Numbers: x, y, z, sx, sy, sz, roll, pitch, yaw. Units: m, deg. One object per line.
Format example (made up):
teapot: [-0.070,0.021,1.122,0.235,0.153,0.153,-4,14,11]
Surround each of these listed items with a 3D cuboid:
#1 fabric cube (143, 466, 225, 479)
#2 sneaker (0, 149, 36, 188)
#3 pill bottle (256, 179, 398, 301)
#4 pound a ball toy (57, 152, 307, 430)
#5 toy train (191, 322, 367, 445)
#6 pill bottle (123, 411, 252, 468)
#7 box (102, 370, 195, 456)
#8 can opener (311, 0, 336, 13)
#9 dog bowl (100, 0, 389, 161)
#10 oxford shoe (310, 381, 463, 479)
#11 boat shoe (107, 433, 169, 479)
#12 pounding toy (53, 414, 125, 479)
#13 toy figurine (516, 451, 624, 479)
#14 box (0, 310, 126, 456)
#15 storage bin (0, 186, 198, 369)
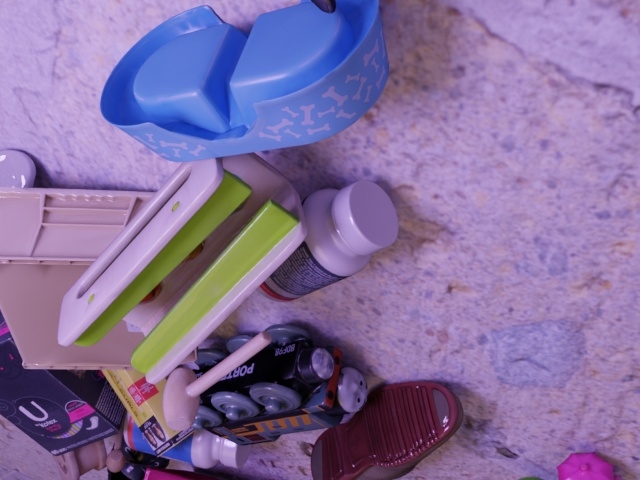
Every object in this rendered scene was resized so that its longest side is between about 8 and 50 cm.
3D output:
fabric cube: [-0.230,0.630,1.444,0.258,0.259,0.254,9,164,15]
sneaker: [-0.496,-0.027,1.053,0.104,0.147,0.295,44,107,2]
pill bottle: [0.000,0.000,0.832,0.108,0.108,0.180,43,136,-22]
pound a ball toy: [-0.145,0.052,0.808,0.208,0.135,0.319,33,113,-31]
toy train: [-0.084,0.241,1.120,0.334,0.142,0.190,-22,134,38]
pill bottle: [-0.241,0.353,1.311,0.222,0.124,0.124,8,137,16]
box: [-0.310,0.253,1.213,0.232,0.058,0.087,56,138,6]
can opener: [-0.037,-0.271,0.586,0.186,0.059,0.073,45,180,-2]
dog bowl: [-0.070,-0.155,0.667,0.297,0.165,0.074,-5,143,29]
oxford shoe: [0.123,0.317,1.139,0.130,0.122,0.348,14,145,-31]
boat shoe: [-0.387,0.463,1.503,0.127,0.113,0.340,36,138,-14]
pounding toy: [-0.482,0.395,1.454,0.269,0.155,0.154,41,135,28]
toy figurine: [0.403,0.391,1.078,0.173,0.130,0.159,10,133,-18]
box: [-0.489,0.239,1.262,0.165,0.143,0.270,-26,121,21]
storage bin: [-0.306,0.062,0.984,0.261,0.123,0.262,1,138,-6]
